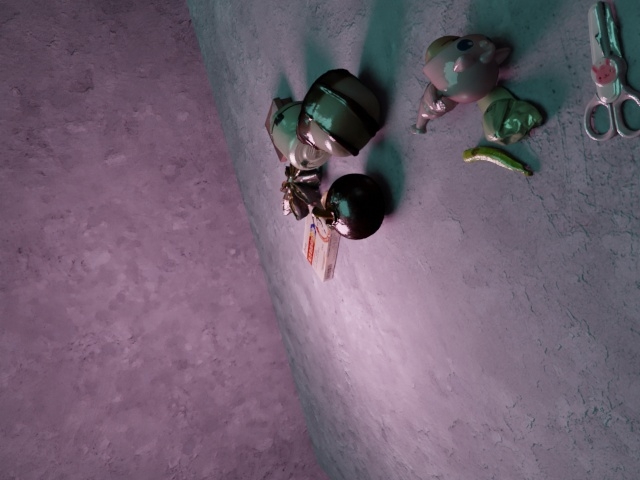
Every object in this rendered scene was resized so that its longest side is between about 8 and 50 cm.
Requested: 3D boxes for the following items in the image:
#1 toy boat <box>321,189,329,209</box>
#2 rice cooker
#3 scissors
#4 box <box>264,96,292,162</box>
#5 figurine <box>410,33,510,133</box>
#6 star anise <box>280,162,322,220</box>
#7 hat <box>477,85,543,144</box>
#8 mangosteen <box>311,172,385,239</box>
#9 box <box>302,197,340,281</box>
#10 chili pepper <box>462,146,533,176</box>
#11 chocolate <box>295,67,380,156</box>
[{"bbox_3d":[0.069,-0.149,1.949,0.188,0.061,0.116,26,131,60],"label":"toy boat"},{"bbox_3d":[-0.066,-0.408,1.874,0.244,0.226,0.226,50,149,39],"label":"rice cooker"},{"bbox_3d":[0.512,-0.299,0.866,0.118,0.031,0.242,8,119,65],"label":"scissors"},{"bbox_3d":[-0.156,-0.491,2.168,0.215,0.086,0.215,67,158,11],"label":"box"},{"bbox_3d":[0.291,-0.378,1.136,0.186,0.176,0.287,63,165,7],"label":"figurine"},{"bbox_3d":[-0.082,-0.240,2.099,0.332,0.118,0.331,-27,59,60],"label":"star anise"},{"bbox_3d":[0.402,-0.280,1.084,0.122,0.081,0.166,107,149,-51],"label":"hat"},{"bbox_3d":[0.090,-0.109,1.672,0.235,0.262,0.235,46,144,48],"label":"mangosteen"},{"bbox_3d":[0.000,0.000,2.222,0.214,0.069,0.353,55,151,35],"label":"box"},{"bbox_3d":[0.412,-0.196,1.160,0.208,0.043,0.048,33,124,55],"label":"chili pepper"},{"bbox_3d":[0.076,-0.380,1.542,0.186,0.284,0.283,39,145,22],"label":"chocolate"}]
